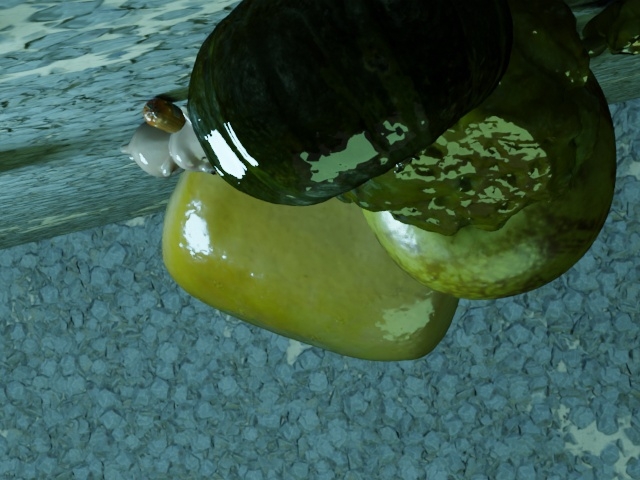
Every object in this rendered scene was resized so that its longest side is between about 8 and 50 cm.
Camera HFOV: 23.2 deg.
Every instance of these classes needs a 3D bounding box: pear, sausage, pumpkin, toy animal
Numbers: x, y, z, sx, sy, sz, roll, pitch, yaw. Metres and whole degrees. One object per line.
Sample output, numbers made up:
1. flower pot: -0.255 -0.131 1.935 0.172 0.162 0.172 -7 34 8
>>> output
1. pear: 0.163 -0.084 1.542 0.281 0.280 0.281 -13 179 0
2. sausage: -0.162 -0.129 1.595 0.031 0.031 0.107 -13 178 5
3. pumpkin: 0.017 -0.114 0.994 0.224 0.157 0.223 -29 180 0
4. toy animal: -0.154 -0.110 1.735 0.150 0.089 0.083 -17 -162 25

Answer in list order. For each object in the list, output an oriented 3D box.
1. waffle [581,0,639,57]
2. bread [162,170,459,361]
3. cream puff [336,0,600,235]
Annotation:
1. waffle: 0.419 -0.244 1.595 0.329 0.062 0.329 -11 180 0
2. bread: 0.000 0.000 1.920 0.376 0.253 0.348 22 168 4
3. cream puff: 0.100 -0.108 1.243 0.244 0.196 0.244 26 161 10
